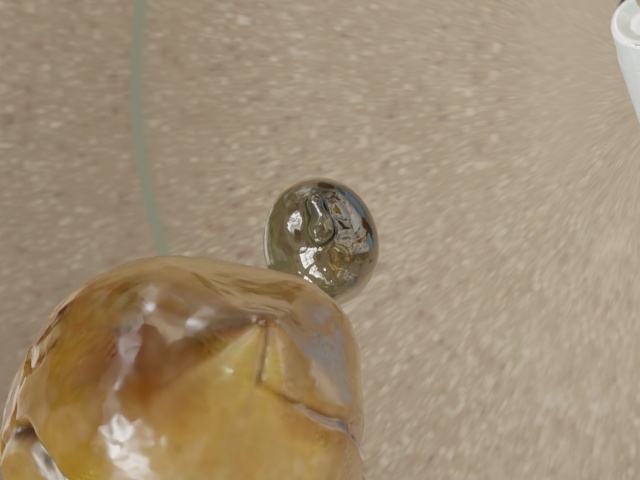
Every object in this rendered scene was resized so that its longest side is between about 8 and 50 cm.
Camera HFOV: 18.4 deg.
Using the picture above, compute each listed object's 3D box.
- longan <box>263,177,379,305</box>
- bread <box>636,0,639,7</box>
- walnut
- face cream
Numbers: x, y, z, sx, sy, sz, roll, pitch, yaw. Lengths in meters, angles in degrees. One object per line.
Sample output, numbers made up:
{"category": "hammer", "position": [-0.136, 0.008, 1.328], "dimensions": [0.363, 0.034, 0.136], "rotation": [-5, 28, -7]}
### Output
{"category": "longan", "position": [0.000, 0.000, 1.608], "dimensions": [0.106, 0.119, 0.106], "rotation": [-1, 71, 3]}
{"category": "bread", "position": [0.156, -0.231, 0.924], "dimensions": [0.045, 0.301, 0.301], "rotation": [-16, 92, 35]}
{"category": "walnut", "position": [-0.080, 0.100, 1.086], "dimensions": [0.203, 0.298, 0.203], "rotation": [8, 62, -14]}
{"category": "face cream", "position": [0.301, -0.125, 1.736], "dimensions": [0.058, 0.244, 0.092], "rotation": [8, 64, 23]}
